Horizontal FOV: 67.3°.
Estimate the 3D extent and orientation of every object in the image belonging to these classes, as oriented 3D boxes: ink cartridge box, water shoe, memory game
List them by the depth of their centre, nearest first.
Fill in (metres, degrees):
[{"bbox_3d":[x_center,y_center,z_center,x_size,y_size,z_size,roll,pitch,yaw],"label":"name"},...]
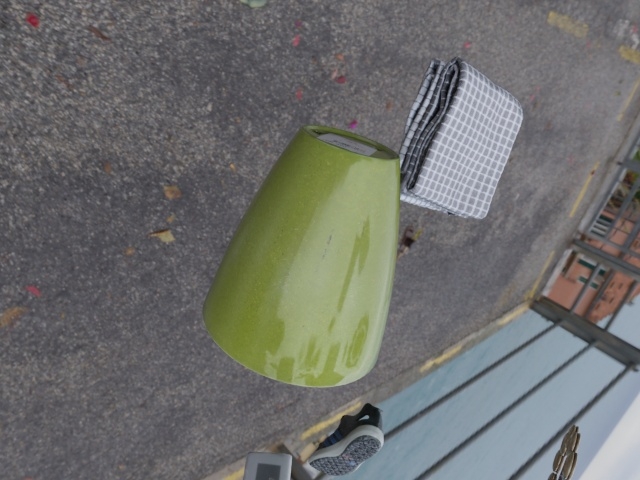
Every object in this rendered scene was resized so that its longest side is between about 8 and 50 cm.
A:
[{"bbox_3d":[-0.072,0.371,0.530,0.066,0.189,0.232,9,134,-5],"label":"ink cartridge box"},{"bbox_3d":[0.329,0.347,0.673,0.186,0.012,0.186,-41,141,-45],"label":"memory game"},{"bbox_3d":[0.052,0.365,0.876,0.203,0.073,0.080,-46,-165,39],"label":"water shoe"}]

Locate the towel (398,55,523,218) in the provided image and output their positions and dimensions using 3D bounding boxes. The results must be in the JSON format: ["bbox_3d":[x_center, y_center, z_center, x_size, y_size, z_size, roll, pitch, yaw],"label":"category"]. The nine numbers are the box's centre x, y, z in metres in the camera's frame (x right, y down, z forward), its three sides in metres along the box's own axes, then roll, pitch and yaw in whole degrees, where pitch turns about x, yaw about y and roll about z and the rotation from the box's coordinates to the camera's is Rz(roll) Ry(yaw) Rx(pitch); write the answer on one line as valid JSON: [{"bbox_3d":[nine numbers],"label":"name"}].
[{"bbox_3d":[0.278,-0.192,0.980,0.235,0.121,0.283,13,99,-39],"label":"towel"}]

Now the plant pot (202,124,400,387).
[{"bbox_3d":[0.000,0.000,0.679,0.275,0.275,0.293,-7,123,-45],"label":"plant pot"}]
